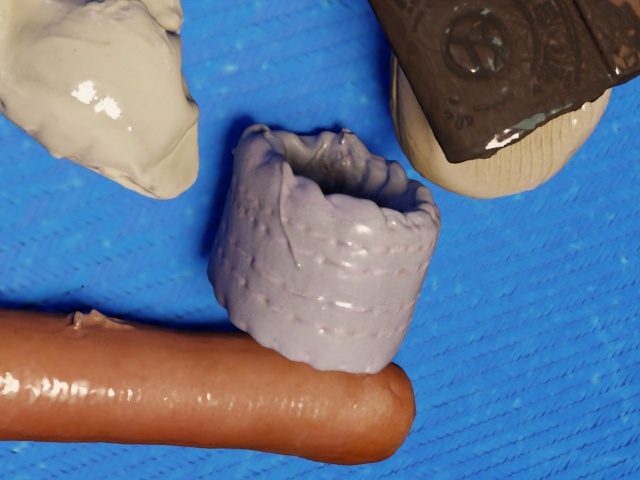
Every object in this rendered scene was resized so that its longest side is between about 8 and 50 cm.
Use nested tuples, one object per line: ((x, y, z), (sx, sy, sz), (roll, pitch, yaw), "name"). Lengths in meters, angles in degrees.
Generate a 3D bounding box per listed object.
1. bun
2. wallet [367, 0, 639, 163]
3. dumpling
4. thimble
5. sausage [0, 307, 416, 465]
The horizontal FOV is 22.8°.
((0.105, -0.121, 1.027), (0.166, 0.113, 0.173), (-1, 114, -34), "bun")
((0.079, -0.218, 0.920), (0.170, 0.044, 0.321), (-27, 90, -7), "wallet")
((-0.128, -0.113, 0.949), (0.169, 0.100, 0.134), (28, 63, -10), "dumpling")
((0.003, 0.001, 1.014), (0.127, 0.151, 0.118), (3, 116, -35), "thimble")
((-0.128, 0.095, 1.037), (0.418, 0.094, 0.094), (6, 81, -26), "sausage")
